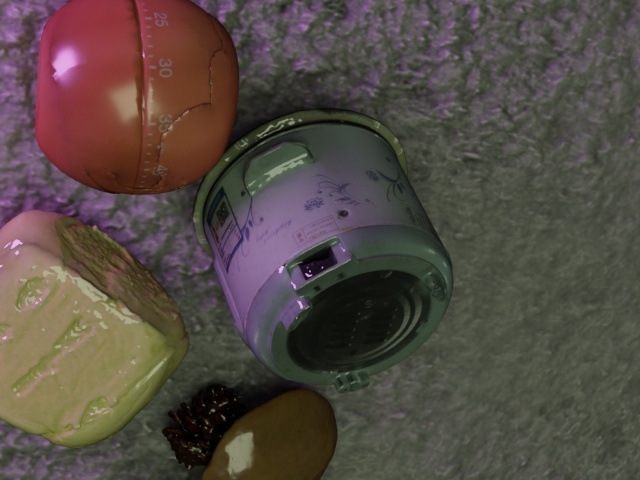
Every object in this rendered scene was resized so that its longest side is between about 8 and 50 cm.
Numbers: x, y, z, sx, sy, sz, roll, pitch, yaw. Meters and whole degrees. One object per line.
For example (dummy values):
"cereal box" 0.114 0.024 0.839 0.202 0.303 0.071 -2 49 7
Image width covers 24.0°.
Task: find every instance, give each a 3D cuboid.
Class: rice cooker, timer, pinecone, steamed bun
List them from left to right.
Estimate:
"steamed bun" -0.305 0.097 1.739 0.273 0.166 0.232 36 106 -14
"timer" -0.203 -0.164 1.657 0.215 0.229 0.230 3 104 -12
"pinecone" -0.138 0.231 1.855 0.109 0.102 0.102 -41 112 -30
"rice cooker" 0.000 0.000 1.723 0.264 0.316 0.317 -31 110 8

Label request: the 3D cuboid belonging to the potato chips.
"potato chips" -0.050 0.276 1.851 0.208 0.062 0.195 21 102 -49
